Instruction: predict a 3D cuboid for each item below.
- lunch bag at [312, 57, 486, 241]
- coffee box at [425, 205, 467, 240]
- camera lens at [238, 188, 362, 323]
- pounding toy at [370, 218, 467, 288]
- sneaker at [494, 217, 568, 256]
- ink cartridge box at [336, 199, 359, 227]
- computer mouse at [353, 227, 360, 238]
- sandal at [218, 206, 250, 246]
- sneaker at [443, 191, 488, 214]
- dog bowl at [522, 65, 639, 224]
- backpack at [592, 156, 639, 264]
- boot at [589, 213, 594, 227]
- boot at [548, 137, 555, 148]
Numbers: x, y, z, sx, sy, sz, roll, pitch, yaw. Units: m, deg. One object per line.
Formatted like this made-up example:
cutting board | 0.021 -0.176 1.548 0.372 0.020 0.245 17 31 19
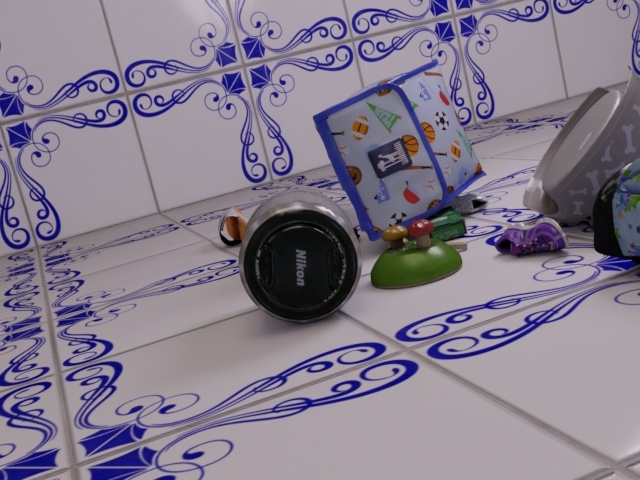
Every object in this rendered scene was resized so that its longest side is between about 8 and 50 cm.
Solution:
lunch bag | 0.176 -0.209 2.087 0.238 0.328 0.385 -18 10 46
coffee box | 0.266 -0.034 2.050 0.113 0.041 0.184 -16 11 1
camera lens | -0.038 0.021 1.678 0.219 0.220 0.274 -13 11 1
pounding toy | 0.184 0.006 1.769 0.182 0.110 0.237 -10 12 20
sneaker | 0.396 0.006 1.688 0.071 0.068 0.170 -37 12 -26
ink cartridge box | 0.068 -0.071 2.426 0.104 0.060 0.180 -7 13 33
computer mouse | 0.000 0.000 2.203 0.192 0.042 0.106 -10 13 19
sandal | -0.245 -0.031 2.505 0.076 0.102 0.265 -14 13 -19
sneaker | 0.340 -0.087 2.197 0.152 0.054 0.061 -15 14 -12
dog bowl | 0.558 -0.184 1.831 0.349 0.102 0.349 -57 2 3
backpack | 0.627 -0.070 1.330 0.290 0.274 0.355 -14 20 -21
boot | 0.574 -0.046 1.697 0.197 0.073 0.152 -24 8 -42
boot | 0.742 -0.243 2.358 0.211 0.104 0.295 -5 10 38
